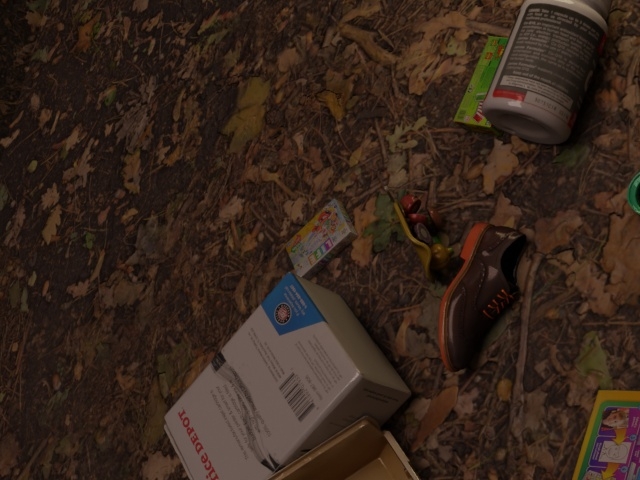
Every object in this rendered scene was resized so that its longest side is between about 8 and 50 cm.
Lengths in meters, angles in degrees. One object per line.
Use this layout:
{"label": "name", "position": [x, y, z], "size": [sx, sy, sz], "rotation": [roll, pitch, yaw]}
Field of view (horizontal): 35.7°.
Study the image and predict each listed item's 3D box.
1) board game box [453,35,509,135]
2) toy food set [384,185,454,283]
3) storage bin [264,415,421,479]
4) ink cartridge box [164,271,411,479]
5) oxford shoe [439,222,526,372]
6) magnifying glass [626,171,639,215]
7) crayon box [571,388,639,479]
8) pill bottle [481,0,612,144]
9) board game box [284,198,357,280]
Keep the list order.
{"label": "board game box", "position": [0.330, -0.293, 1.883], "size": [0.092, 0.043, 0.181], "rotation": [18, 83, 47]}
{"label": "toy food set", "position": [0.193, -0.023, 1.833], "size": [0.071, 0.128, 0.218], "rotation": [-27, 45, 7]}
{"label": "storage bin", "position": [0.061, 0.467, 1.643], "size": [0.260, 0.123, 0.262], "rotation": [-33, 45, -5]}
{"label": "ink cartridge box", "position": [-0.072, 0.305, 1.828], "size": [0.395, 0.166, 0.285], "rotation": [-49, 47, 14]}
{"label": "oxford shoe", "position": [0.277, 0.098, 1.700], "size": [0.098, 0.097, 0.271], "rotation": [8, 75, 40]}
{"label": "magnifying glass", "position": [0.581, -0.066, 1.537], "size": [0.231, 0.026, 0.092], "rotation": [14, 80, 46]}
{"label": "crayon box", "position": [0.437, 0.341, 1.365], "size": [0.165, 0.081, 0.278], "rotation": [-5, 46, 43]}
{"label": "pill bottle", "position": [0.404, -0.326, 1.741], "size": [0.161, 0.161, 0.283], "rotation": [16, 81, 47]}
{"label": "board game box", "position": [0.000, 0.000, 2.068], "size": [0.154, 0.026, 0.103], "rotation": [-43, 46, 20]}
